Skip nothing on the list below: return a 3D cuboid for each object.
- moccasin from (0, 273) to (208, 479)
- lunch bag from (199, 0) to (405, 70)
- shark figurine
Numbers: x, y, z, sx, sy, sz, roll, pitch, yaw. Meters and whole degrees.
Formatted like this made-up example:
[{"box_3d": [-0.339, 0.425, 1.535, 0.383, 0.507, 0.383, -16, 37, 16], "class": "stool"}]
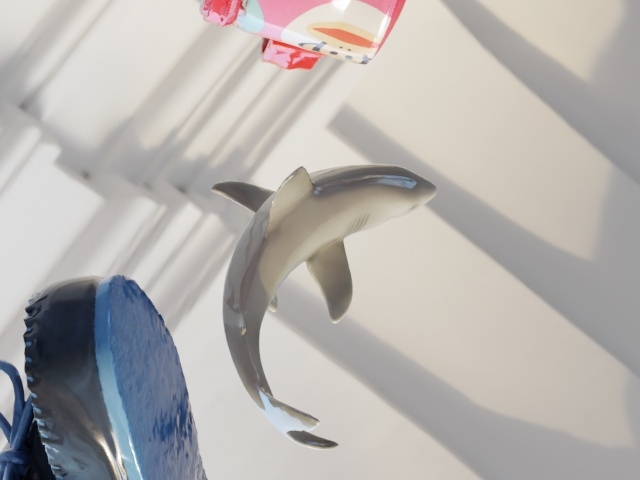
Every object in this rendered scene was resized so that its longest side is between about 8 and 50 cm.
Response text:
[{"box_3d": [-0.129, 0.146, 0.724, 0.116, 0.342, 0.138, -1, -130, 2], "class": "moccasin"}, {"box_3d": [0.005, -0.218, 0.697, 0.293, 0.120, 0.258, -95, -162, -64], "class": "lunch bag"}, {"box_3d": [-0.024, 0.011, 0.937, 0.166, 0.116, 0.278, 21, -129, 4], "class": "shark figurine"}]
